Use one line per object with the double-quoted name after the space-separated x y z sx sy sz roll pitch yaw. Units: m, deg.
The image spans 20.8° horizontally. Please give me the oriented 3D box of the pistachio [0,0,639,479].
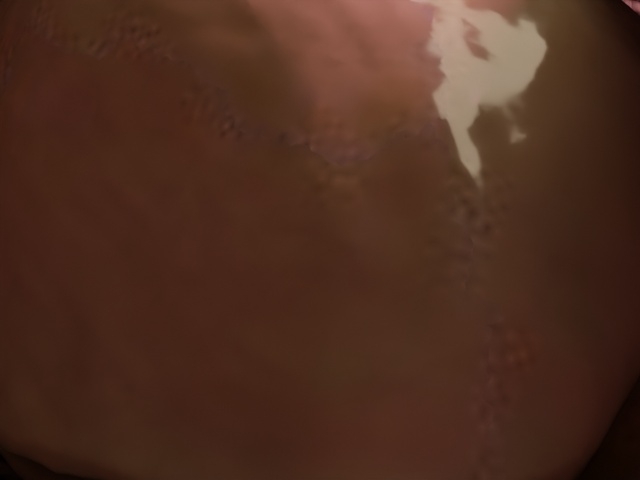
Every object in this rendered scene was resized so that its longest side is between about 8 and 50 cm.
0.000 0.000 0.492 0.226 0.208 0.332 -26 32 -12 "pistachio"
